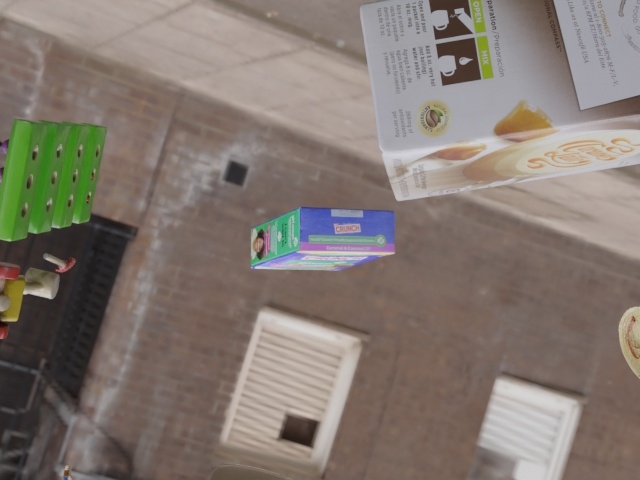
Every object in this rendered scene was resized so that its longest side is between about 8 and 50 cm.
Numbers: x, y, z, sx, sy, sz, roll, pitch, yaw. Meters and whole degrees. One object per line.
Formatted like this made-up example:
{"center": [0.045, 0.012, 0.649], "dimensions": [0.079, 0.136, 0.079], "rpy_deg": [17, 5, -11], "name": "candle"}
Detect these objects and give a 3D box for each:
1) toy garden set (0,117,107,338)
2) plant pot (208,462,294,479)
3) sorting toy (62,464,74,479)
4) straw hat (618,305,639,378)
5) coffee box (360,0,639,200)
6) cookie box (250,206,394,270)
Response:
{"center": [-0.287, -0.021, 1.024], "dimensions": [0.049, 0.204, 0.244], "rpy_deg": [13, -174, 2], "name": "toy garden set"}
{"center": [-0.044, 0.440, 1.354], "dimensions": [0.191, 0.284, 0.284], "rpy_deg": [-1, 175, 8], "name": "plant pot"}
{"center": [-0.312, 0.316, 1.232], "dimensions": [0.012, 0.083, 0.062], "rpy_deg": [13, 179, -18], "name": "sorting toy"}
{"center": [0.488, 0.144, 1.432], "dimensions": [0.061, 0.144, 0.144], "rpy_deg": [-17, -169, -21], "name": "straw hat"}
{"center": [0.158, -0.102, 0.652], "dimensions": [0.246, 0.098, 0.141], "rpy_deg": [-9, 170, 7], "name": "coffee box"}
{"center": [0.000, 0.000, 0.892], "dimensions": [0.092, 0.040, 0.107], "rpy_deg": [2, 170, -26], "name": "cookie box"}
